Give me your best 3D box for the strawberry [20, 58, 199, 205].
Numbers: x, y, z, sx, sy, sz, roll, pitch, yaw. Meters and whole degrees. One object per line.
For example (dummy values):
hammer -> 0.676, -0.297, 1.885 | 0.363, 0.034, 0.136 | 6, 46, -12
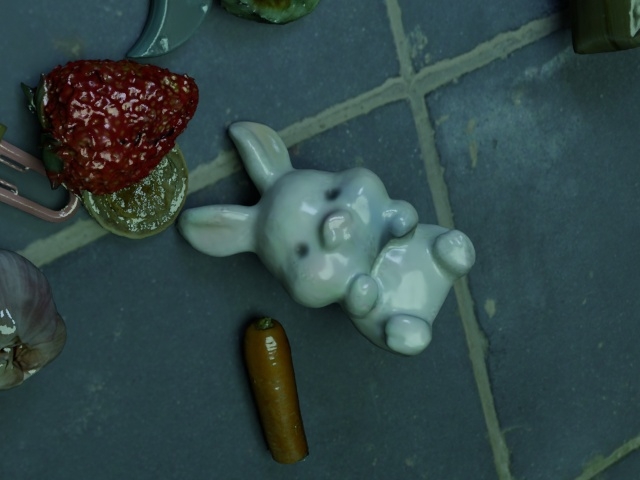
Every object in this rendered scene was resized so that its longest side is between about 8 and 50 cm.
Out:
strawberry -> -0.228, -0.137, 1.465 | 0.228, 0.098, 0.174 | -8, 89, -33

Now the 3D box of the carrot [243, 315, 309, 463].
carrot -> -0.064, 0.206, 1.706 | 0.067, 0.067, 0.225 | -23, 116, -25

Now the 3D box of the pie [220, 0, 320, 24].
pie -> -0.054, -0.382, 1.539 | 0.240, 0.054, 0.241 | -23, 121, -43

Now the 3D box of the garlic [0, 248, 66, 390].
garlic -> -0.416, 0.118, 1.385 | 0.207, 0.257, 0.207 | 5, 116, 10

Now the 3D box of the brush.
brush -> -0.383, -0.086, 1.436 | 0.233, 0.047, 0.103 | 28, 87, -36

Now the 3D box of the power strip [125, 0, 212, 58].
power strip -> -0.197, -0.335, 1.483 | 0.137, 0.044, 0.216 | -20, 114, -27

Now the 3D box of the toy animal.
toy animal -> 0.006, 0.001, 1.622 | 0.367, 0.241, 0.196 | 31, 78, -20

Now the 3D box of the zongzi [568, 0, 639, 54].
zongzi -> 0.483, -0.529, 1.803 | 0.418, 0.181, 0.447 | -26, 113, -41

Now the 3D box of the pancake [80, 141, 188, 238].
pancake -> -0.234, -0.071, 1.545 | 0.151, 0.025, 0.152 | -10, 109, -31
